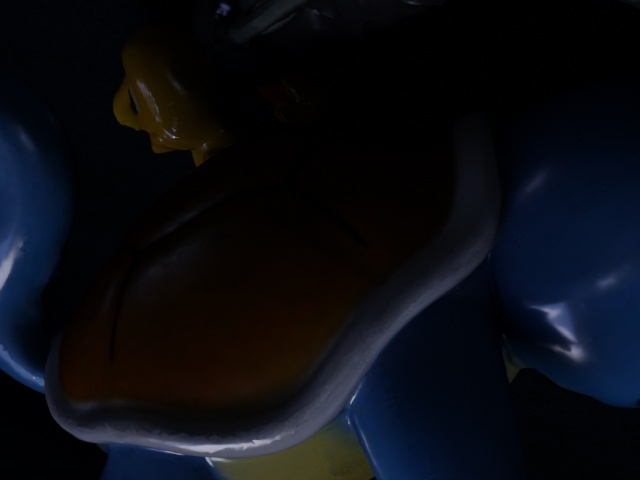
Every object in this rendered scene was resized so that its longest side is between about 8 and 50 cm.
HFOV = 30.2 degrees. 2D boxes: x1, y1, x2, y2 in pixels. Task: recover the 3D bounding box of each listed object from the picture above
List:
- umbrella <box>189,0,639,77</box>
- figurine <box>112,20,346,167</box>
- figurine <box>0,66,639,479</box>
[{"bbox_3d":[0.039,-0.118,0.447,0.113,0.106,0.358,30,158,-23],"label":"umbrella"},{"bbox_3d":[-0.040,-0.061,0.684,0.176,0.121,0.122,45,129,-8],"label":"figurine"},{"bbox_3d":[-0.008,0.038,0.567,0.417,0.242,0.298,2,-169,8],"label":"figurine"}]
